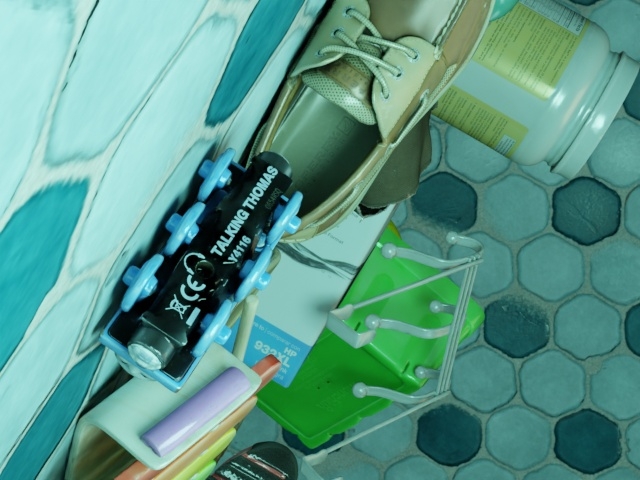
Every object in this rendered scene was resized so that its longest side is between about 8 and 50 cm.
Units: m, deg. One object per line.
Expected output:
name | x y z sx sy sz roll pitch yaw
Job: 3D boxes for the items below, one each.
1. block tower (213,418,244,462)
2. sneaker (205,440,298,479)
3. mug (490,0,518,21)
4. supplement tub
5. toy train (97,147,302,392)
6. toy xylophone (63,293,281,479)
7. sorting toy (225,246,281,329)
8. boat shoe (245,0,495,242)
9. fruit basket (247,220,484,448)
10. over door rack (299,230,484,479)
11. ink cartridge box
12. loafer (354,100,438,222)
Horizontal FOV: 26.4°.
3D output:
block tower | -0.213 0.341 1.974 0.097 0.091 0.335 -61 177 26
sneaker | -0.152 0.397 1.857 0.314 0.116 0.136 -53 -173 -5
mug | 0.169 -0.324 1.561 0.129 0.157 0.097 -10 -142 49
supplement tub | 0.280 -0.259 2.036 0.241 0.331 0.241 -59 178 -3
toy train | -0.077 0.020 0.909 0.184 0.080 0.105 -59 -176 -32
toy xylophone | -0.122 0.172 1.145 0.236 0.081 0.322 -40 165 -25
sorting toy | -0.161 0.148 1.331 0.307 0.041 0.229 -54 178 28
boat shoe | 0.039 -0.128 1.066 0.324 0.123 0.116 -62 175 19
fruit basket | 0.054 0.087 2.105 0.392 0.283 0.392 -47 -167 14
over door rack | 0.078 0.137 1.733 0.324 0.108 0.239 -29 136 -50
ink cartridge box | 0.000 0.000 1.739 0.307 0.129 0.223 -60 177 21
loafer | 0.067 -0.107 1.304 0.134 0.130 0.366 -33 174 -8
